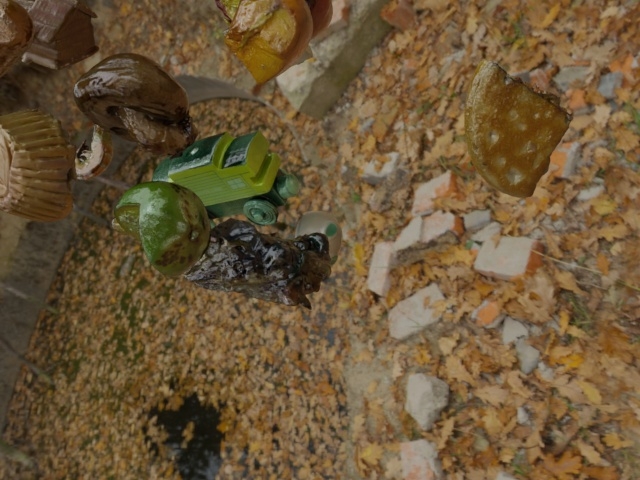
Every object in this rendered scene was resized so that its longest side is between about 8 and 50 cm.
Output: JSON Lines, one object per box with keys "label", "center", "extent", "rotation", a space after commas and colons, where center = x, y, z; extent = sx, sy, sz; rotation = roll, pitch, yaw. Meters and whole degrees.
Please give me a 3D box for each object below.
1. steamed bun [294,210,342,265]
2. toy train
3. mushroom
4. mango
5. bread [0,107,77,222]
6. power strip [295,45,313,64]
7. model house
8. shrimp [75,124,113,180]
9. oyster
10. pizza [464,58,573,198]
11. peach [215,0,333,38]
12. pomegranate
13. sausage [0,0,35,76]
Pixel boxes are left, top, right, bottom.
{"label": "steamed bun", "center": [0.000, 0.000, 1.728], "extent": [0.131, 0.228, 0.177], "rotation": [1, 105, 10]}
{"label": "toy train", "center": [-0.285, -0.165, 1.621], "extent": [0.443, 0.272, 0.179], "rotation": [-9, 47, 31]}
{"label": "mushroom", "center": [-0.422, -0.320, 1.337], "extent": [0.263, 0.283, 0.195], "rotation": [-18, 40, 45]}
{"label": "mango", "center": [-0.118, -0.460, 1.281], "extent": [0.350, 0.199, 0.201], "rotation": [-138, 41, -81]}
{"label": "bread", "center": [-0.676, -0.164, 1.289], "extent": [0.274, 0.149, 0.273], "rotation": [12, 112, 32]}
{"label": "power strip", "center": [-0.108, -0.668, 1.975], "extent": [0.118, 0.270, 0.046], "rotation": [-19, 92, 14]}
{"label": "model house", "center": [-0.814, -0.659, 1.701], "extent": [0.219, 0.200, 0.229], "rotation": [-61, -4, -42]}
{"label": "shrimp", "center": [-0.689, -0.283, 1.710], "extent": [0.150, 0.068, 0.248], "rotation": [-6, 55, 15]}
{"label": "oyster", "center": [-0.149, 0.021, 1.232], "extent": [0.221, 0.362, 0.096], "rotation": [-84, 9, -55]}
{"label": "pizza", "center": [0.508, -0.294, 1.469], "extent": [0.278, 0.408, 0.114], "rotation": [-30, 29, 5]}
{"label": "peach", "center": [-0.122, -0.768, 1.694], "extent": [0.406, 0.334, 0.310], "rotation": [18, 49, 31]}
{"label": "pomegranate", "center": [-0.237, -0.030, 0.850], "extent": [0.122, 0.143, 0.169], "rotation": [-50, 41, -8]}
{"label": "sausage", "center": [-0.673, -0.417, 1.177], "extent": [0.271, 0.109, 0.108], "rotation": [-12, 67, 45]}
